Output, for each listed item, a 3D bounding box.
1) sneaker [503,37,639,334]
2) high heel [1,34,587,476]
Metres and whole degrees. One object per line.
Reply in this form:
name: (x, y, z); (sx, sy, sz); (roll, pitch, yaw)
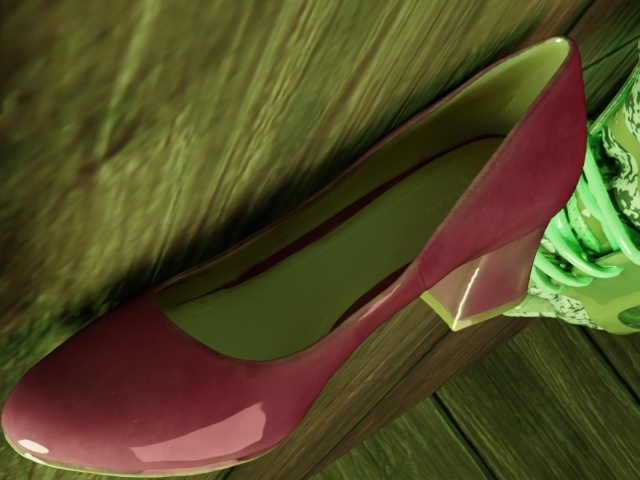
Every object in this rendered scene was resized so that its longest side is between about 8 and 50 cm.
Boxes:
sneaker: (0.159, -0.006, 0.790); (0.182, 0.158, 0.410); (-19, 165, 3)
high heel: (0.000, 0.000, 0.506); (0.244, 0.082, 0.117); (-15, 131, -30)
